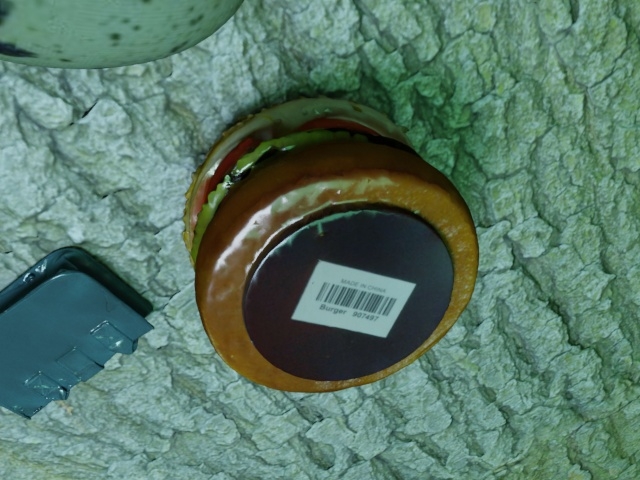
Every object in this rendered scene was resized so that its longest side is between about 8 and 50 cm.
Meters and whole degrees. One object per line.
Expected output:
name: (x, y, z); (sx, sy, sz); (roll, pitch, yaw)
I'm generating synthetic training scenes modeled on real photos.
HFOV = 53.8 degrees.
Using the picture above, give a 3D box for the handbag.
handbag: (-0.355, 0.129, 0.840); (0.229, 0.062, 0.179); (-36, 127, 6)

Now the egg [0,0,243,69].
egg: (-0.227, -0.279, 0.487); (0.379, 0.288, 0.288); (22, 112, -36)

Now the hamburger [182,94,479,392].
hamburger: (0.000, 0.000, 0.754); (0.329, 0.250, 0.330); (-6, 123, -9)
